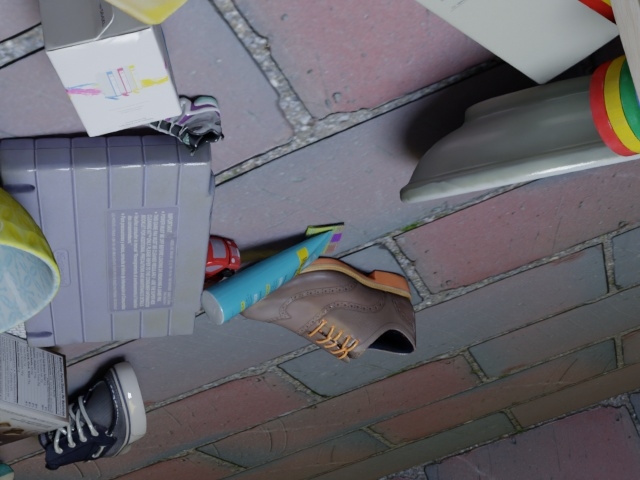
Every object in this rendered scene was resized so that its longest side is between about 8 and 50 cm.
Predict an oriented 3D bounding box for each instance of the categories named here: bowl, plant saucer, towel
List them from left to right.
[{"bbox_3d":[-0.420,-0.002,0.920,0.290,0.156,0.289,-17,158,-7],"label":"bowl"},{"bbox_3d":[0.000,0.000,1.347,0.060,0.009,0.083,-7,151,-18],"label":"towel"},{"bbox_3d":[0.282,-0.127,1.072,0.401,0.100,0.400,-11,-179,0],"label":"plant saucer"}]

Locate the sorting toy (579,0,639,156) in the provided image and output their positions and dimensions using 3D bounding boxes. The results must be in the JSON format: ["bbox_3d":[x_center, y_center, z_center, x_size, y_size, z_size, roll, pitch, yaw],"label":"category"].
[{"bbox_3d":[0.312,-0.201,0.828,0.255,0.257,0.089,-21,-174,-40],"label":"sorting toy"}]

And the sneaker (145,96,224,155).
[{"bbox_3d":[-0.148,-0.116,0.966,0.098,0.069,0.038,-8,152,-18],"label":"sneaker"}]

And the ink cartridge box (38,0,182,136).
[{"bbox_3d":[-0.185,-0.175,0.805,0.090,0.092,0.143,-15,152,-3],"label":"ink cartridge box"}]

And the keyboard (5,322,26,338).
[{"bbox_3d":[-0.348,0.125,1.332,0.256,0.014,0.072,-2,151,-7],"label":"keyboard"}]

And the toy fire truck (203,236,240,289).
[{"bbox_3d":[-0.219,0.048,1.268,0.192,0.047,0.135,-32,150,29],"label":"toy fire truck"}]

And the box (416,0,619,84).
[{"bbox_3d":[0.174,-0.251,0.867,0.113,0.094,0.275,-33,150,29],"label":"box"}]

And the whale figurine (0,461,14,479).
[{"bbox_3d":[-0.673,0.435,1.698,0.216,0.141,0.272,-18,178,2],"label":"whale figurine"}]

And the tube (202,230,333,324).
[{"bbox_3d":[-0.071,0.048,1.294,0.207,0.052,0.080,-29,168,-31],"label":"tube"}]

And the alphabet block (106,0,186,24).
[{"bbox_3d":[-0.119,-0.279,0.533,0.193,0.192,0.197,-29,152,27],"label":"alphabet block"}]

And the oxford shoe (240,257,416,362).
[{"bbox_3d":[0.022,0.116,1.446,0.364,0.132,0.130,7,146,-39],"label":"oxford shoe"}]

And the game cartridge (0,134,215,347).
[{"bbox_3d":[-0.250,0.009,1.110,0.230,0.068,0.355,-7,144,-17],"label":"game cartridge"}]

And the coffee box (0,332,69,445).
[{"bbox_3d":[-0.513,0.201,1.302,0.168,0.118,0.297,-19,154,16],"label":"coffee box"}]

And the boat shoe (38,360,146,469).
[{"bbox_3d":[-0.401,0.317,1.589,0.158,0.127,0.340,-13,155,-25],"label":"boat shoe"}]
